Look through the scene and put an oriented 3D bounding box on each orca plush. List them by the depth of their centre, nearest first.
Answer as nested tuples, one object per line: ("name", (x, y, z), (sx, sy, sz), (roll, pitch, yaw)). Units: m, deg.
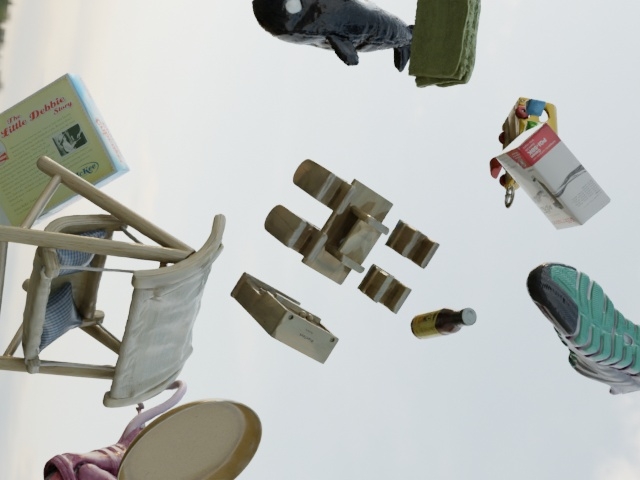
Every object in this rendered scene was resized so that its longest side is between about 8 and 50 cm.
("orca plush", (0.033, -0.283, 1.707), (0.151, 0.287, 0.102), (-27, -118, 34))

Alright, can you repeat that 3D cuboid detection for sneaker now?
("sneaker", (0.279, 0.108, 1.262), (0.098, 0.223, 0.083), (-28, -146, 46))

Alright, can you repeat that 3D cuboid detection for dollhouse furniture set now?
("dollhouse furniture set", (0.001, 0.026, 1.682), (0.242, 0.212, 0.161), (-57, -150, 2))

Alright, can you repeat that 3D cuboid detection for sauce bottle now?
("sauce bottle", (0.178, 0.116, 1.697), (0.128, 0.042, 0.042), (-22, -116, 58))

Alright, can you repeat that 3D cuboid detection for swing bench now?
("swing bench", (-0.274, 0.067, 1.489), (0.165, 0.254, 0.253), (-71, -179, -48))

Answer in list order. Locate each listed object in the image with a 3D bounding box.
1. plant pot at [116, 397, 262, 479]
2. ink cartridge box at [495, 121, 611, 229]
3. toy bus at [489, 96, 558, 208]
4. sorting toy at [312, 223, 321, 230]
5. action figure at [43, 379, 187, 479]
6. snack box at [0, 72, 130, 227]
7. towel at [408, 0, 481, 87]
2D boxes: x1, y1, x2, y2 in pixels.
("plant pot", (-0.200, 0.317, 1.779), (0.032, 0.236, 0.236), (51, -45, 39))
("ink cartridge box", (0.308, -0.083, 1.572), (0.135, 0.056, 0.099), (49, -9, -3))
("toy bus", (0.397, -0.165, 2.204), (0.191, 0.104, 0.202), (-114, -144, -73))
("sorting toy", (0.000, 0.000, 1.900), (0.045, 0.083, 0.075), (-50, 164, -15))
("action figure", (-0.321, 0.367, 1.889), (0.248, 0.370, 0.276), (-12, -97, 41))
("snack box", (-0.501, -0.122, 1.985), (0.187, 0.322, 0.060), (63, 12, 2))
("towel", (0.148, -0.253, 1.388), (0.110, 0.027, 0.148), (10, -84, 56))
